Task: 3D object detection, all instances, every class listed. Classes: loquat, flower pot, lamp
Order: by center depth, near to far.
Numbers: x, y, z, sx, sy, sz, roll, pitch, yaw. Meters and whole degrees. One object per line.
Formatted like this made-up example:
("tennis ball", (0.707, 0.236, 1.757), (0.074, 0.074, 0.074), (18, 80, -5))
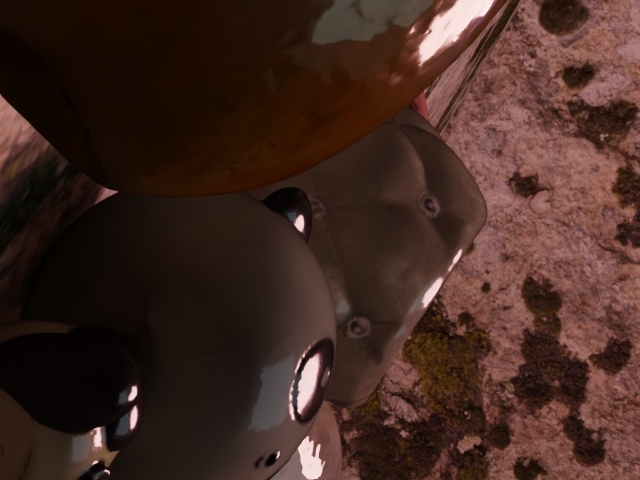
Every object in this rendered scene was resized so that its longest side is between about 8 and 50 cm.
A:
("loquat", (-0.013, -0.121, 0.446), (0.227, 0.179, 0.179), (-52, 174, -12))
("lamp", (-0.095, 0.069, 0.828), (0.244, 0.197, 0.198), (-32, 156, -58))
("flower pot", (0.000, 0.000, 1.159), (0.246, 0.195, 0.246), (-56, 176, -6))

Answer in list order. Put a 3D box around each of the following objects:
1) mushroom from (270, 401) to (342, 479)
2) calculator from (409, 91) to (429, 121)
("mushroom", (-0.112, 0.179, 1.339), (0.243, 0.243, 0.243), (-56, 175, -8))
("calculator", (0.113, -0.087, 1.837), (0.330, 0.048, 0.220), (86, -2, -71))
